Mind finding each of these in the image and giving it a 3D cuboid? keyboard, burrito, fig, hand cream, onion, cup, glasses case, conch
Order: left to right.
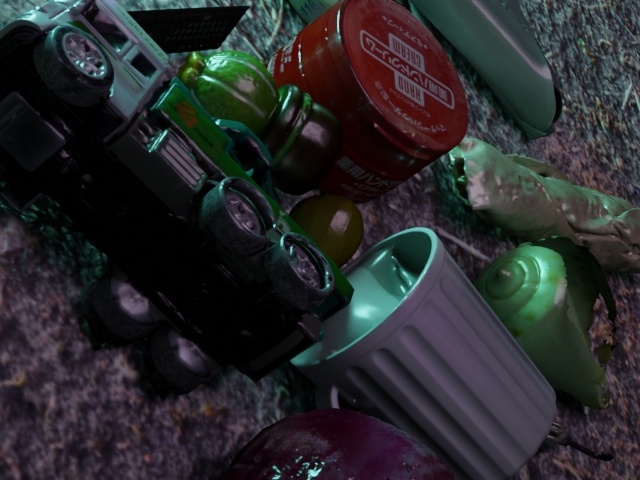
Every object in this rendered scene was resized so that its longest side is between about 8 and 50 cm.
[{"bbox_3d":[-0.142,-0.190,1.221,0.198,0.063,0.010,-17,67,-53],"label":"keyboard"},{"bbox_3d":[0.000,0.000,1.238,0.074,0.074,0.088,35,64,-27],"label":"fig"},{"bbox_3d":[0.002,0.268,0.934,0.349,0.159,0.267,-21,93,-46],"label":"onion"},{"bbox_3d":[0.044,-0.144,1.349,0.193,0.125,0.193,28,46,-32],"label":"hand cream"},{"bbox_3d":[0.076,0.132,1.187,0.202,0.221,0.167,48,3,-17],"label":"cup"},{"bbox_3d":[0.205,-0.271,1.661,0.308,0.083,0.128,44,39,-17],"label":"glasses case"},{"bbox_3d":[0.255,0.081,1.411,0.251,0.137,0.143,18,50,-41],"label":"conch"},{"bbox_3d":[0.287,-0.037,1.587,0.392,0.076,0.117,16,51,-41],"label":"burrito"}]

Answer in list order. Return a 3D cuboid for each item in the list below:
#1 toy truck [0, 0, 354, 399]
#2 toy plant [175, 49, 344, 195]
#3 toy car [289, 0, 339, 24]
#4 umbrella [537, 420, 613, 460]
[{"bbox_3d":[-0.125,-0.032,1.048,0.363,0.176,0.178,44,29,-18],"label":"toy truck"},{"bbox_3d":[-0.062,-0.114,1.226,0.162,0.093,0.092,34,42,-19],"label":"toy plant"},{"bbox_3d":[-0.009,-0.302,1.436,0.076,0.090,0.224,-37,96,-26],"label":"toy car"},{"bbox_3d":[0.191,0.179,1.362,0.269,0.044,0.044,27,71,-22],"label":"umbrella"}]
